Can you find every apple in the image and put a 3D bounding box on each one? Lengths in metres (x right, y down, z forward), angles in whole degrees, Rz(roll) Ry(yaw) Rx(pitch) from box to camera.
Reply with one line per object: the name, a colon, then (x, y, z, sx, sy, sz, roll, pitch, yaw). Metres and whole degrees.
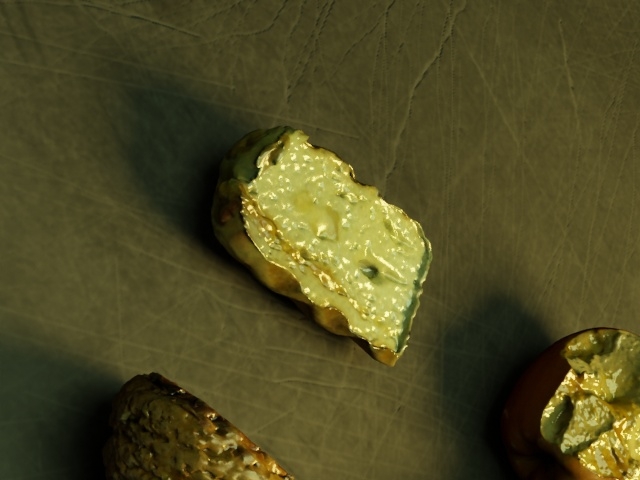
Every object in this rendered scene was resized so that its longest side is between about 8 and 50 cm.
apple: (0.244, 0.165, 1.437, 0.158, 0.147, 0.156, -27, 93, -17)

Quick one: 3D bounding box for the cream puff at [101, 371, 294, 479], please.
cream puff: (-0.112, 0.208, 1.164, 0.183, 0.183, 0.169, 42, 79, -21)

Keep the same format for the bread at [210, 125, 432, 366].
bread: (0.000, 0.000, 1.337, 0.232, 0.088, 0.128, 40, 66, -30)
